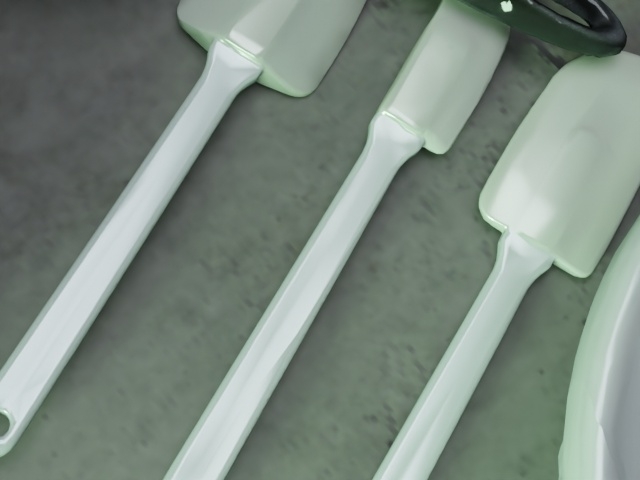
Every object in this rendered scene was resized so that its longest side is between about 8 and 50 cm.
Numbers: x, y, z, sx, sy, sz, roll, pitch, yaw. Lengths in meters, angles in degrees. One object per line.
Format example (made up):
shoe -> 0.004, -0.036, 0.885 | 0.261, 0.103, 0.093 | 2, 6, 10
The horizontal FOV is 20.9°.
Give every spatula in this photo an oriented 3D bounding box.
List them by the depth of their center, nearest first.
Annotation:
spatula -> 0.000, 0.000, 0.577 | 0.168, 0.019, 0.242 | 32, 73, -2

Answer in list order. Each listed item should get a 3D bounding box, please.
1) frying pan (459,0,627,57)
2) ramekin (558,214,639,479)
frying pan -> -0.065, -0.143, 0.565 | 0.326, 0.053, 0.197 | 44, 55, 14
ramekin -> 0.193, 0.083, 0.516 | 0.273, 0.127, 0.273 | 2, 74, -7
